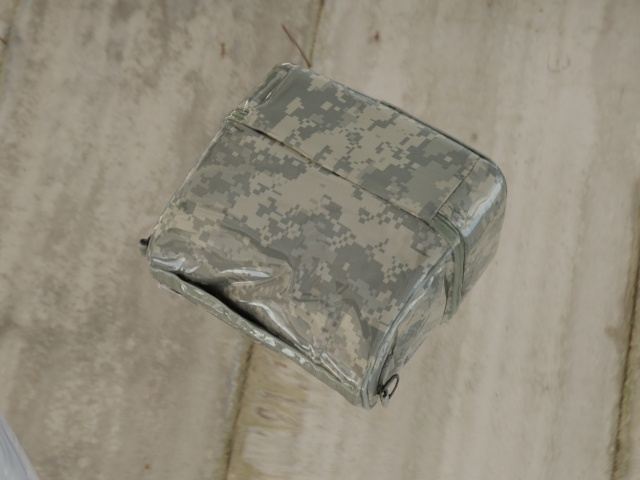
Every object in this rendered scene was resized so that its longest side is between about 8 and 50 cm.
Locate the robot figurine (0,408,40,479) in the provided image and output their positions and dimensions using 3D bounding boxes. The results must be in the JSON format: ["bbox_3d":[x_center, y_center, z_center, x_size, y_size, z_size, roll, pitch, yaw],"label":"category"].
[{"bbox_3d":[-0.171,0.168,0.362,0.199,0.300,0.354,-23,-69,-5],"label":"robot figurine"}]

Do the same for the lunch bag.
[{"bbox_3d":[0.000,0.000,1.065,0.305,0.213,0.256,31,-115,18],"label":"lunch bag"}]
